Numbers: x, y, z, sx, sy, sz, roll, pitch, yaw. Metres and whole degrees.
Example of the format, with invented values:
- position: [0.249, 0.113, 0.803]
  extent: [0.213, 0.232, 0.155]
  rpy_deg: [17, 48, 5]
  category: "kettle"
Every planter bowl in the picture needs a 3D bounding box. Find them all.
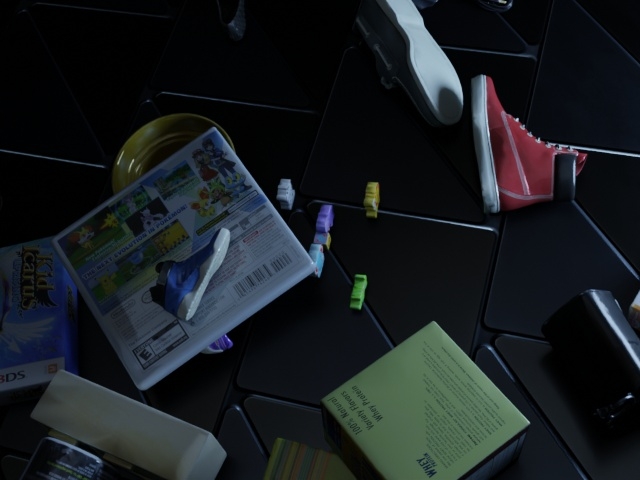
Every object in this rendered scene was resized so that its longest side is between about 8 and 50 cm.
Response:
- position: [-0.239, -0.101, 1.600]
  extent: [0.217, 0.090, 0.217]
  rpy_deg: [-3, 67, 8]
  category: "planter bowl"

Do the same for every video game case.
- position: [-0.527, 0.138, 1.548]
  extent: [0.244, 0.061, 0.270]
  rpy_deg: [-12, 60, 4]
  category: "video game case"
- position: [-0.222, 0.022, 1.482]
  extent: [0.329, 0.036, 0.300]
  rpy_deg: [-35, 70, -3]
  category: "video game case"

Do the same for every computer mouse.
- position: [0.236, -0.462, 1.735]
  extent: [0.242, 0.041, 0.071]
  rpy_deg: [10, 63, 15]
  category: "computer mouse"

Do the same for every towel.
- position: [0.031, 0.363, 1.343]
  extent: [0.237, 0.021, 0.102]
  rpy_deg: [12, 71, 16]
  category: "towel"

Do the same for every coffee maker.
- position: [0.397, 0.160, 1.293]
  extent: [0.120, 0.171, 0.178]
  rpy_deg: [-35, 58, 10]
  category: "coffee maker"

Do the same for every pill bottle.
- position: [-0.396, 0.416, 1.331]
  extent: [0.130, 0.130, 0.246]
  rpy_deg: [17, 66, 19]
  category: "pill bottle"

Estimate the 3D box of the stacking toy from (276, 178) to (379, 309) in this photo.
- position: [0.000, 0.000, 1.525]
  extent: [0.167, 0.052, 0.221]
  rpy_deg: [4, 64, 14]
  category: "stacking toy"

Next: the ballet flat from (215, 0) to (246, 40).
- position: [-0.175, -0.460, 1.809]
  extent: [0.057, 0.049, 0.173]
  rpy_deg: [-15, 60, 2]
  category: "ballet flat"

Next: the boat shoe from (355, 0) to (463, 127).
- position: [0.151, -0.316, 1.660]
  extent: [0.099, 0.116, 0.319]
  rpy_deg: [-42, 60, 38]
  category: "boat shoe"

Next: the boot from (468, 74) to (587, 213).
- position: [0.336, -0.168, 1.534]
  extent: [0.176, 0.088, 0.244]
  rpy_deg: [-9, 69, 6]
  category: "boot"

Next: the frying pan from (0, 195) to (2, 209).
- position: [-0.595, -0.015, 1.607]
  extent: [0.326, 0.053, 0.197]
  rpy_deg: [14, 45, 31]
  category: "frying pan"

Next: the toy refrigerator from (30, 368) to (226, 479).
- position: [-0.286, 0.294, 1.391]
  extent: [0.269, 0.102, 0.094]
  rpy_deg: [19, 65, 19]
  category: "toy refrigerator"

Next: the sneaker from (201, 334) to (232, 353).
- position: [-0.166, 0.100, 1.508]
  extent: [0.071, 0.068, 0.170]
  rpy_deg: [-1, 70, -5]
  category: "sneaker"

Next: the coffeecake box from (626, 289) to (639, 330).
- position: [0.561, 0.095, 1.354]
  extent: [0.185, 0.068, 0.142]
  rpy_deg: [28, 71, 23]
  category: "coffeecake box"

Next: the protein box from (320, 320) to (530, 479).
- position: [0.139, 0.263, 1.291]
  extent: [0.201, 0.136, 0.200]
  rpy_deg: [-33, 60, -18]
  category: "protein box"

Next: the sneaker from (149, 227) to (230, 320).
- position: [-0.203, 0.037, 1.422]
  extent: [0.084, 0.058, 0.152]
  rpy_deg: [26, 84, 8]
  category: "sneaker"
